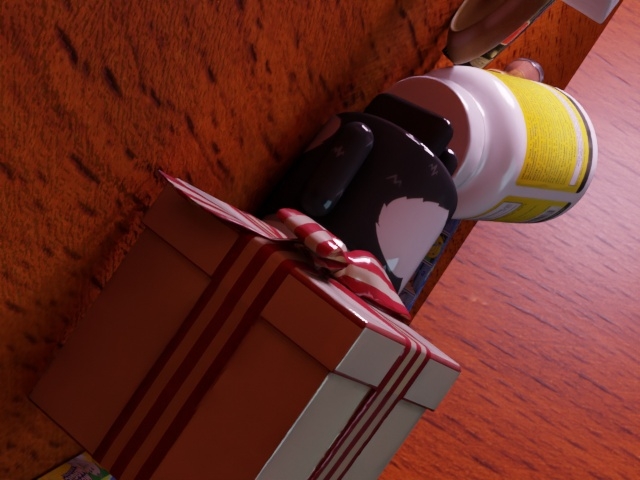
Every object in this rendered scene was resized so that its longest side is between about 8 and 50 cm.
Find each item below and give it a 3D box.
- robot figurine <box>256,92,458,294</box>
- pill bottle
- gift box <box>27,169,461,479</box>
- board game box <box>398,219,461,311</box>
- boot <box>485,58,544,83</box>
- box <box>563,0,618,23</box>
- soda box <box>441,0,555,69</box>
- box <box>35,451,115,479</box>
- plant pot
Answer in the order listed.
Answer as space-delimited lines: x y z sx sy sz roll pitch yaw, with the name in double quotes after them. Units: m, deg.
0.036 -0.020 1.724 0.278 0.209 0.173 -53 -154 -22 "robot figurine"
0.199 -0.118 2.052 0.334 0.188 0.188 3 122 -58 "pill bottle"
-0.069 0.093 1.388 0.258 0.276 0.255 -54 158 3 "gift box"
0.096 -0.001 2.219 0.201 0.136 0.035 -62 169 30 "board game box"
0.274 -0.168 2.700 0.264 0.096 0.280 -60 169 20 "boot"
0.294 -0.374 1.853 0.182 0.181 0.119 -51 165 -29 "box"
0.235 -0.282 2.115 0.169 0.053 0.060 -43 177 11 "soda box"
-0.260 0.267 1.589 0.105 0.043 0.179 -60 169 13 "box"
0.234 -0.308 1.990 0.236 0.032 0.236 -41 -165 13 "plant pot"
